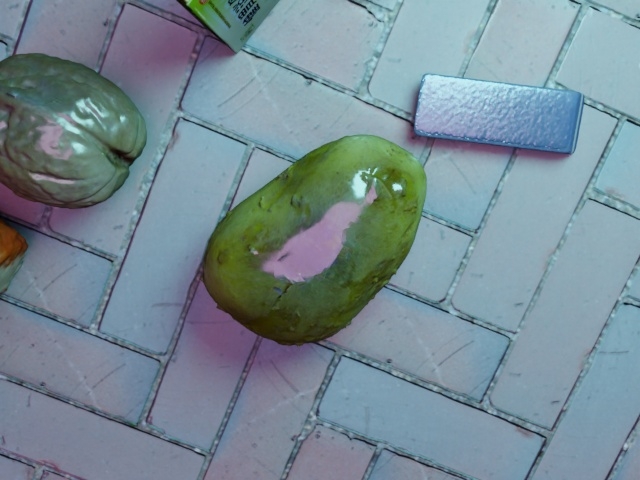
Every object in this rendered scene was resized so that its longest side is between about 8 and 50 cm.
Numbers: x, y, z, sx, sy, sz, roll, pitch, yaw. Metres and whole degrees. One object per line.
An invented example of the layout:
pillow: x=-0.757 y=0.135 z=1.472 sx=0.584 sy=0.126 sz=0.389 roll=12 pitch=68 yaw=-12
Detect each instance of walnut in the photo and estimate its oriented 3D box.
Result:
walnut: x=-0.332 y=-0.136 z=0.761 sx=0.231 sy=0.178 sz=0.178 roll=29 pitch=98 yaw=7

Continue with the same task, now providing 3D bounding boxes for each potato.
potato: x=0.000 y=0.000 z=0.775 sx=0.307 sy=0.173 sz=0.210 roll=-43 pitch=95 yaw=9

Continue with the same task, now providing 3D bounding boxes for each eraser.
eraser: x=0.234 y=-0.164 z=0.814 sx=0.225 sy=0.036 sz=0.081 roll=6 pitch=100 yaw=-1

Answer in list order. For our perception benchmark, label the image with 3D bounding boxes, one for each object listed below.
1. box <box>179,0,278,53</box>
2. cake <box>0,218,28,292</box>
box: x=-0.081 y=-0.311 z=0.678 sx=0.062 sy=0.260 sz=0.175 roll=40 pitch=97 yaw=-3
cake: x=-0.572 y=0.055 z=0.738 sx=0.269 sy=0.270 sz=0.319 roll=38 pitch=96 yaw=-6
